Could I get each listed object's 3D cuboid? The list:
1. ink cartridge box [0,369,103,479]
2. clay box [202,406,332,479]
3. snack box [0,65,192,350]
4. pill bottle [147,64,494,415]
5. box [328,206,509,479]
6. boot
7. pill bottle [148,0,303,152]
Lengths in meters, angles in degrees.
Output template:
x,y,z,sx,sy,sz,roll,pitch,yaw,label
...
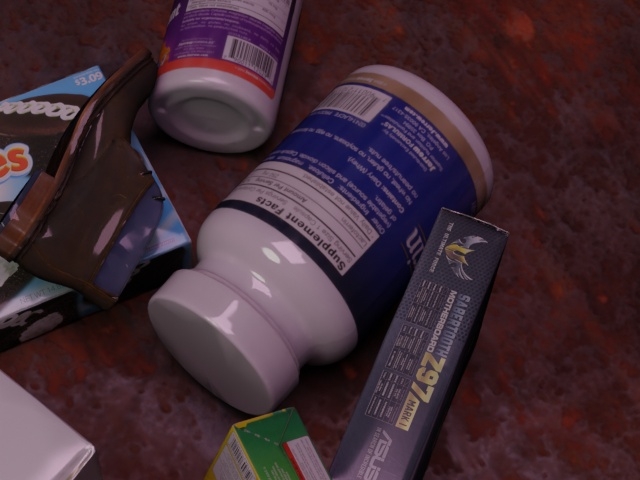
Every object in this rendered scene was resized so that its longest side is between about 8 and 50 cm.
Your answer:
x,y,z,sx,sy,sz,roll,pitch,yaw,label
-0.247,0.170,1.099,0.211,0.289,0.121,36,66,15,ink cartridge box
-0.042,0.223,1.130,0.053,0.222,0.127,-15,63,-28,clay box
-0.286,-0.001,1.321,0.322,0.060,0.187,-23,65,-15,snack box
0.000,0.000,1.284,0.153,0.153,0.264,37,66,16,pill bottle
0.063,0.118,1.205,0.059,0.183,0.232,20,61,8,box
-0.160,-0.047,1.292,0.106,0.082,0.219,37,59,-10,boot
-0.074,-0.180,1.403,0.108,0.108,0.193,10,61,3,pill bottle
